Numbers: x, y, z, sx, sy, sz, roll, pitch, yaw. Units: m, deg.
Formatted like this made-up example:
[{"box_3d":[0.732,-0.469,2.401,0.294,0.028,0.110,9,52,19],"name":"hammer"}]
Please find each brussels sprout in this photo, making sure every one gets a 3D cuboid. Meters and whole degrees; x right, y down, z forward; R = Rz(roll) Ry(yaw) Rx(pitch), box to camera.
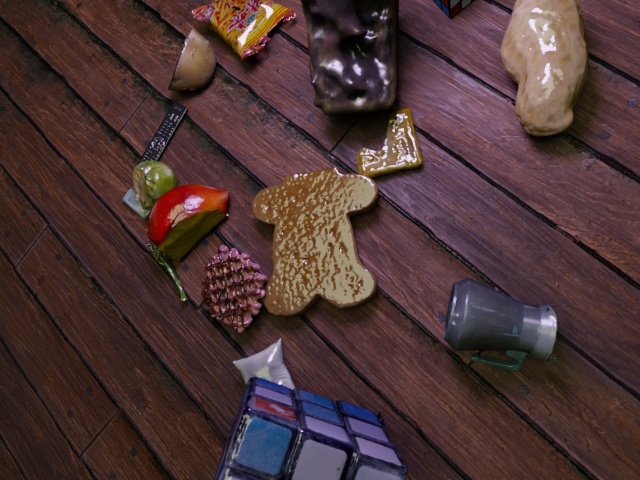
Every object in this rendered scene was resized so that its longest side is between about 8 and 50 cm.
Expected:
[{"box_3d":[-0.509,-0.173,1.475,0.151,0.122,0.149,-49,59,42],"name":"brussels sprout"}]

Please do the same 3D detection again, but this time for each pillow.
[{"box_3d":[-0.116,0.402,1.263,0.144,0.078,0.254,-31,73,0],"name":"pillow"}]

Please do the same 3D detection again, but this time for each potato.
[{"box_3d":[-0.397,-0.555,1.508,0.117,0.182,0.202,21,95,-22],"name":"potato"}]

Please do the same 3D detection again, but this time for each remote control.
[{"box_3d":[-0.597,-0.120,1.544,0.124,0.018,0.053,36,91,20],"name":"remote control"},{"box_3d":[-0.516,-0.341,1.554,0.063,0.025,0.245,31,90,19],"name":"remote control"}]

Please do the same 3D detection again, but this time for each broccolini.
[{"box_3d":[-0.467,0.090,1.450,0.239,0.054,0.051,59,135,15],"name":"broccolini"}]

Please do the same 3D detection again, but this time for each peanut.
[{"box_3d":[0.542,-0.441,1.150,0.192,0.169,0.387,-5,79,23],"name":"peanut"}]

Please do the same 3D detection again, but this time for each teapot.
[{"box_3d":[0.407,0.202,1.094,0.225,0.171,0.203,12,116,13],"name":"teapot"}]

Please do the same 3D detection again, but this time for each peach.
[{"box_3d":[-0.403,-0.084,1.402,0.267,0.154,0.159,-40,70,8],"name":"peach"}]

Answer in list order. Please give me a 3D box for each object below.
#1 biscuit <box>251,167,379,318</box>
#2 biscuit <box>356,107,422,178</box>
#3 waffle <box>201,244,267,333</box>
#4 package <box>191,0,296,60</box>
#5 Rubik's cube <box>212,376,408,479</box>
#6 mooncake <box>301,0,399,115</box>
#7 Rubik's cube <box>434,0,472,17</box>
[{"box_3d":[0.000,0.000,1.303,0.368,0.076,0.394,-11,80,16],"name":"biscuit"},{"box_3d":[0.180,-0.260,1.305,0.183,0.039,0.174,-16,77,14],"name":"biscuit"},{"box_3d":[-0.252,0.133,1.343,0.234,0.055,0.221,31,106,29],"name":"waffle"},{"box_3d":[-0.244,-0.710,1.493,0.288,0.108,0.223,44,90,12],"name":"package"},{"box_3d":[-0.058,0.535,1.027,0.358,0.362,0.363,22,86,-6],"name":"Rubik's cube"},{"box_3d":[0.083,-0.527,1.198,0.246,0.393,0.394,4,91,15],"name":"mooncake"},{"box_3d":[0.363,-0.738,1.269,0.155,0.154,0.151,-36,71,8],"name":"Rubik's cube"}]
